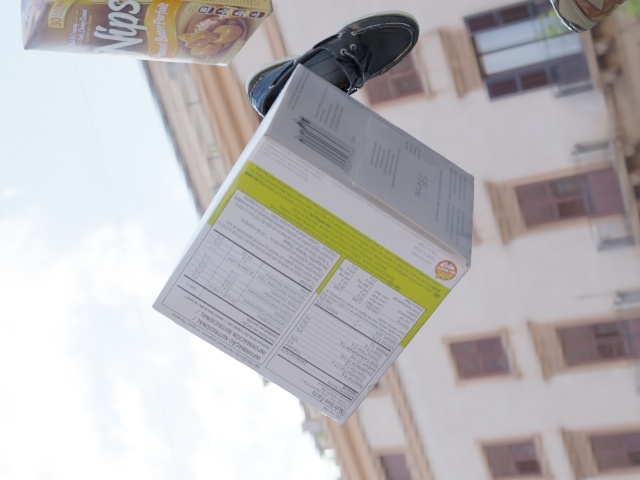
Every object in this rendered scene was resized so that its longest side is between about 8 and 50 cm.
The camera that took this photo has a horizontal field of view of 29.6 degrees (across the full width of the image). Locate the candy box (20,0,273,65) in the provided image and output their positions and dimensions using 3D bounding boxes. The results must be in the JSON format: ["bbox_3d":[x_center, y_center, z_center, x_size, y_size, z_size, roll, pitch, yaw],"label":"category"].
[{"bbox_3d":[-0.250,-0.334,1.722,0.316,0.183,0.087,0,-109,-26],"label":"candy box"}]

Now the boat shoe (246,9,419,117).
[{"bbox_3d":[0.027,-0.310,2.199,0.113,0.340,0.127,-102,-7,-57],"label":"boat shoe"}]

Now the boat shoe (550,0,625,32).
[{"bbox_3d":[0.336,-0.404,1.648,0.324,0.120,0.122,28,-133,-52],"label":"boat shoe"}]

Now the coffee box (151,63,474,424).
[{"bbox_3d":[0.000,0.000,1.826,0.338,0.334,0.337,32,-155,-6],"label":"coffee box"}]
